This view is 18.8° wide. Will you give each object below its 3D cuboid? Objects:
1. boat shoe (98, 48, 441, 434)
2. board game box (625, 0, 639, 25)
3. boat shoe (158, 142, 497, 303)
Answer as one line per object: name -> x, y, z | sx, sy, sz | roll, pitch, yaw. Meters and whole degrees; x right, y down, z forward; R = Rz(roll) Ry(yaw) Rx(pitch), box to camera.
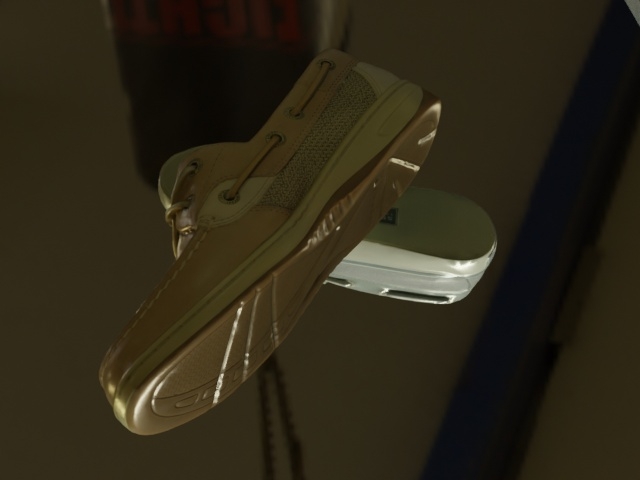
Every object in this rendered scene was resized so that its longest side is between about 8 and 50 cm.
boat shoe -> -0.044, -0.007, 1.152 | 0.098, 0.109, 0.302 | 32, -124, 14
board game box -> 0.313, -0.147, 0.944 | 0.318, 0.318, 0.066 | -34, -171, -13
boat shoe -> 0.001, -0.001, 1.292 | 0.227, 0.081, 0.079 | 12, -130, -2
